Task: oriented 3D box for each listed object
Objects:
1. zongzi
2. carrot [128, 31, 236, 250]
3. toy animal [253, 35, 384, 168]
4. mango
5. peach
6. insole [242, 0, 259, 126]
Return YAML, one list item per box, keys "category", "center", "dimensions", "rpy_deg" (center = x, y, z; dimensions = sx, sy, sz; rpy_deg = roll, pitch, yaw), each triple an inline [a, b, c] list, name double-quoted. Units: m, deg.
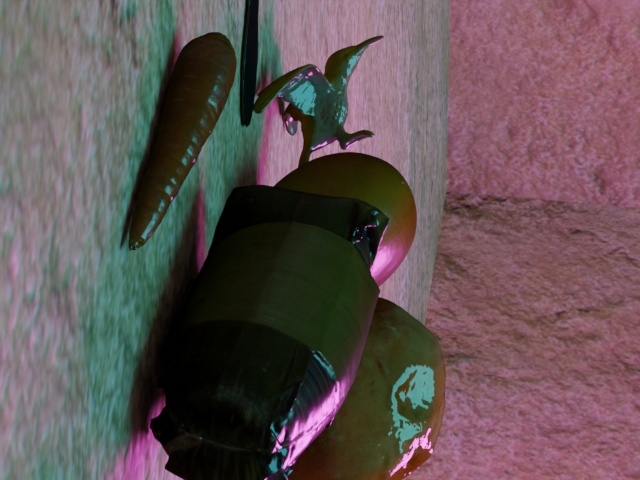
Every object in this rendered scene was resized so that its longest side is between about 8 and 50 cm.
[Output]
- category: "zongzi"
  center: [-0.054, 0.148, 1.631]
  dimensions: [0.289, 0.154, 0.317]
  rpy_deg: [-66, 167, -45]
- category: "carrot"
  center: [-0.106, -0.072, 1.451]
  dimensions: [0.048, 0.048, 0.216]
  rpy_deg: [86, 17, -51]
- category: "toy animal"
  center: [0.017, -0.133, 1.965]
  dimensions: [0.095, 0.155, 0.219]
  rpy_deg: [58, -2, 5]
- category: "mango"
  center: [0.005, -0.005, 1.851]
  dimensions: [0.175, 0.139, 0.254]
  rpy_deg: [-46, 176, 13]
- category: "peach"
  center: [0.017, 0.167, 2.012]
  dimensions: [0.235, 0.214, 0.214]
  rpy_deg: [-51, 150, -44]
- category: "insole"
  center: [-0.063, -0.197, 1.805]
  dimensions: [0.064, 0.004, 0.188]
  rpy_deg: [-52, 147, -77]
